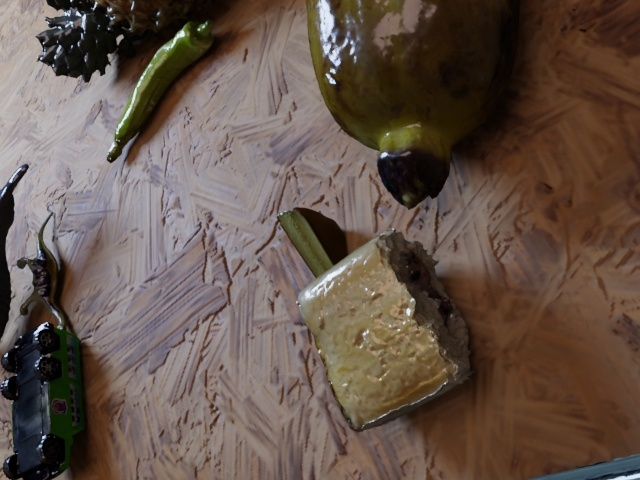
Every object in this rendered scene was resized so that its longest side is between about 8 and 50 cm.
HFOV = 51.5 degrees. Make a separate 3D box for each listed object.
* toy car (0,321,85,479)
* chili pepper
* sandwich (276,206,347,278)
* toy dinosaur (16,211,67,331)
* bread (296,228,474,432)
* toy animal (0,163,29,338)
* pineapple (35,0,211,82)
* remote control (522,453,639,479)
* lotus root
[{"bbox_3d":[-0.290,0.173,0.701,0.071,0.062,0.165,-30,59,25],"label":"toy car"},{"bbox_3d":[-0.192,-0.181,0.774,0.049,0.043,0.208,47,109,11],"label":"chili pepper"},{"bbox_3d":[0.000,0.000,0.572,0.030,0.083,0.044,-21,19,34],"label":"sandwich"},{"bbox_3d":[-0.339,0.044,0.802,0.058,0.037,0.180,-23,67,4],"label":"toy dinosaur"},{"bbox_3d":[0.050,0.064,0.489,0.106,0.082,0.125,-38,65,31],"label":"bread"},{"bbox_3d":[-0.421,0.098,0.787,0.205,0.081,0.367,-8,72,48],"label":"toy animal"},{"bbox_3d":[-0.231,-0.285,0.783,0.278,0.157,0.158,-36,56,33],"label":"pineapple"},{"bbox_3d":[0.185,0.161,0.289,0.344,0.050,0.145,-37,65,46],"label":"remote control"},{"bbox_3d":[0.070,-0.176,0.520,0.169,0.141,0.314,-4,81,37],"label":"lotus root"}]
